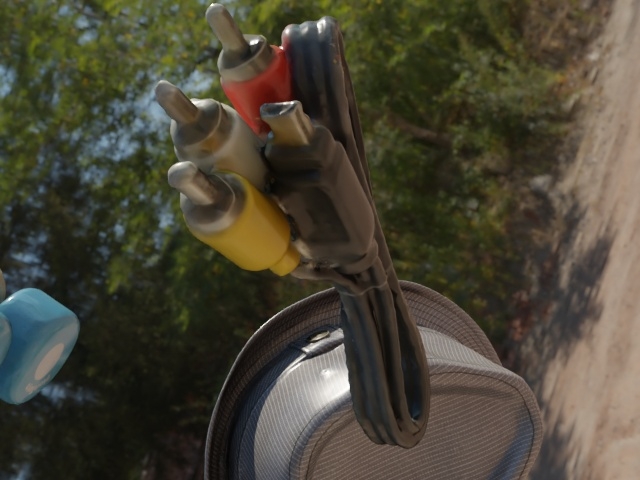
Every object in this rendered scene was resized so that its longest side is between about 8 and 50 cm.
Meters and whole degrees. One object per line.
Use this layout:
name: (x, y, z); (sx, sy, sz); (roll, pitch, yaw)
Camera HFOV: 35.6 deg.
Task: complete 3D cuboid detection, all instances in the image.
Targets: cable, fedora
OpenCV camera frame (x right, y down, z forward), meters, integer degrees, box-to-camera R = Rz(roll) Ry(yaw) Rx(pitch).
cable: (0.000, 0.000, 0.523); (0.287, 0.072, 0.139); (65, -152, -50)
fedora: (0.058, 0.147, 0.701); (0.124, 0.275, 0.243); (-19, 85, 66)

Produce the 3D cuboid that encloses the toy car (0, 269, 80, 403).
toy car: (-0.319, 0.088, 0.618); (0.238, 0.219, 0.210); (-58, -7, 1)
